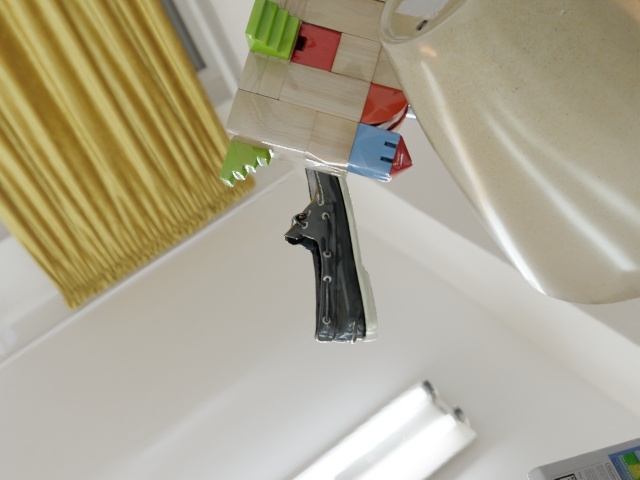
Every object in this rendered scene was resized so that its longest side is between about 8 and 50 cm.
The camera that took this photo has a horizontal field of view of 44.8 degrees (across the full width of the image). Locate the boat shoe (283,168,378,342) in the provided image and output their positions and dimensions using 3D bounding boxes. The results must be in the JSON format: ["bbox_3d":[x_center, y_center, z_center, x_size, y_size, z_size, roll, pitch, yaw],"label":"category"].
[{"bbox_3d":[0.000,0.001,1.233,0.113,0.340,0.127,-11,173,-8],"label":"boat shoe"}]

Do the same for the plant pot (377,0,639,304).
[{"bbox_3d":[0.183,-0.123,0.638,0.256,0.274,0.256,-36,-146,30],"label":"plant pot"}]

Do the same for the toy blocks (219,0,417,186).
[{"bbox_3d":[0.058,-0.220,0.921,0.261,0.191,0.381,16,-97,3],"label":"toy blocks"}]

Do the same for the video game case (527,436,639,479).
[{"bbox_3d":[0.480,0.443,1.079,0.300,0.036,0.329,-5,-124,-27],"label":"video game case"}]
